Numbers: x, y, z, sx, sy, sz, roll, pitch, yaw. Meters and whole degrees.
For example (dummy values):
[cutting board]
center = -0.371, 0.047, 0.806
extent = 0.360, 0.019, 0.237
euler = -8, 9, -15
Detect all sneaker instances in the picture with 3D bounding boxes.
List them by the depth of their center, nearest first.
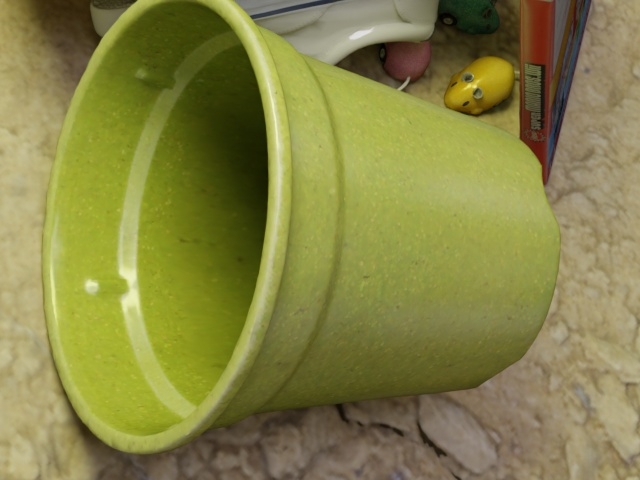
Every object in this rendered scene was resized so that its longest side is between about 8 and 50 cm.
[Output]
[sneaker]
center = -0.031, -0.156, 1.110
extent = 0.258, 0.094, 0.091
euler = -10, 116, -11

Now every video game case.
[video game case]
center = 0.172, -0.186, 1.104
extent = 0.025, 0.285, 0.204
euler = 12, 70, 12

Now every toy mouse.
[toy mouse]
center = 0.094, -0.164, 1.206
extent = 0.161, 0.031, 0.143
euler = -22, 79, -30

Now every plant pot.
[plant pot]
center = 0.000, 0.000, 0.981
extent = 0.254, 0.276, 0.276
euler = 8, 65, -35
